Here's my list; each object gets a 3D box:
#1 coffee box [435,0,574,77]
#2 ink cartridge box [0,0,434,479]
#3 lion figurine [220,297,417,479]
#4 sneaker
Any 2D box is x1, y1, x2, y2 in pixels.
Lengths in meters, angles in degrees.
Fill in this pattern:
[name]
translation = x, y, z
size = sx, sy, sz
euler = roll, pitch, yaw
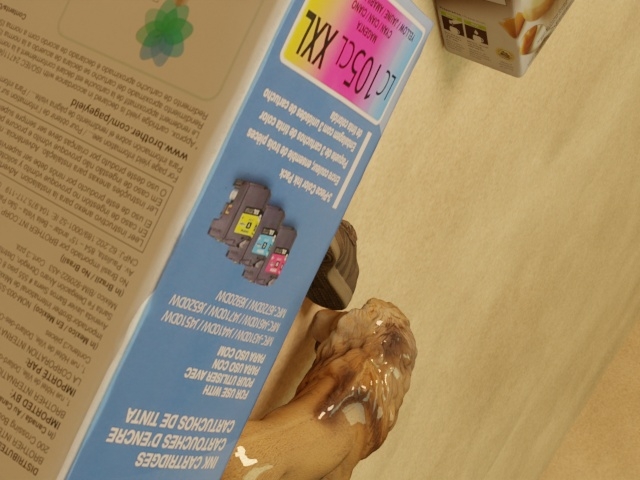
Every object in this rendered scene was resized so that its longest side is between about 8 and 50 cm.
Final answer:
[coffee box]
translation = 0.183, -0.297, 1.228
size = 0.141, 0.098, 0.246
euler = -56, 153, -17
[ink cartridge box]
translation = -0.151, -0.003, 0.676
size = 0.151, 0.270, 0.395
euler = 27, 89, -59
[lion figurine]
translation = -0.041, 0.207, 1.212
size = 0.392, 0.142, 0.240
euler = -33, 155, -58
[sneaker]
translation = 0.000, 0.000, 1.224
size = 0.188, 0.066, 0.071
euler = 75, 31, -61
